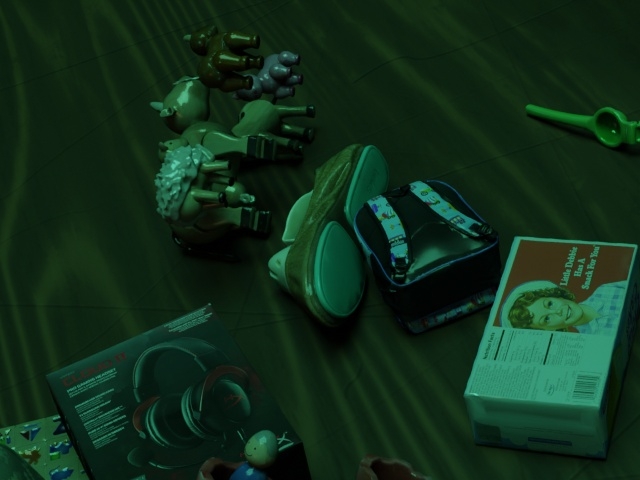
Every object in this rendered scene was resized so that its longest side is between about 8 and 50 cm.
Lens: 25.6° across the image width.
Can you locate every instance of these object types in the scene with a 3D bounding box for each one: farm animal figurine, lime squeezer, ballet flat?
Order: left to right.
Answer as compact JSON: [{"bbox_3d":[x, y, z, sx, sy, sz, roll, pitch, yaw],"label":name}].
[{"bbox_3d":[-0.143,-0.135,1.936,0.172,0.330,0.326,5,72,18],"label":"farm animal figurine"},{"bbox_3d":[0.000,0.000,1.828,0.124,0.116,0.342,-18,35,28],"label":"ballet flat"},{"bbox_3d":[0.428,-0.169,1.921,0.310,0.058,0.110,0,43,18],"label":"lime squeezer"}]

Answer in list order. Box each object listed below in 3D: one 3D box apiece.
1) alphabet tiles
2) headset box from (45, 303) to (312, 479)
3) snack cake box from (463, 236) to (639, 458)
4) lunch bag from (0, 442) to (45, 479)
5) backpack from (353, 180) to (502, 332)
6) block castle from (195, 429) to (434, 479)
[{"bbox_3d":[-0.324,0.282,1.666,0.237,0.009,0.198,-14,40,0],"label":"alphabet tiles"},{"bbox_3d":[-0.169,0.215,1.608,0.218,0.110,0.293,-23,42,-14],"label":"headset box"},{"bbox_3d":[0.272,0.116,1.615,0.152,0.089,0.264,3,43,23],"label":"snack cake box"},{"bbox_3d":[-0.370,0.395,1.410,0.256,0.212,0.305,-30,39,7],"label":"lunch bag"},{"bbox_3d":[0.128,0.010,1.758,0.158,0.117,0.173,-24,42,-10],"label":"backpack"},{"bbox_3d":[0.095,0.345,1.212,0.303,0.212,0.453,8,21,-44],"label":"block castle"}]
